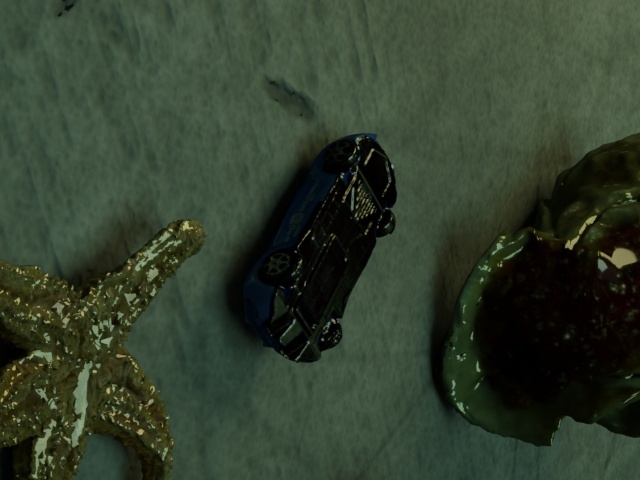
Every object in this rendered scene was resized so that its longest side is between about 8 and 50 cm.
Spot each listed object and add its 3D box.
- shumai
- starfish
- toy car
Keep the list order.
[{"bbox_3d":[0.255,0.043,1.460,0.288,0.292,0.330,4,84,-17],"label":"shumai"},{"bbox_3d":[-0.183,0.103,0.976,0.302,0.060,0.299,28,80,-57],"label":"starfish"},{"bbox_3d":[0.000,0.000,1.198,0.103,0.063,0.216,59,46,-41],"label":"toy car"}]
